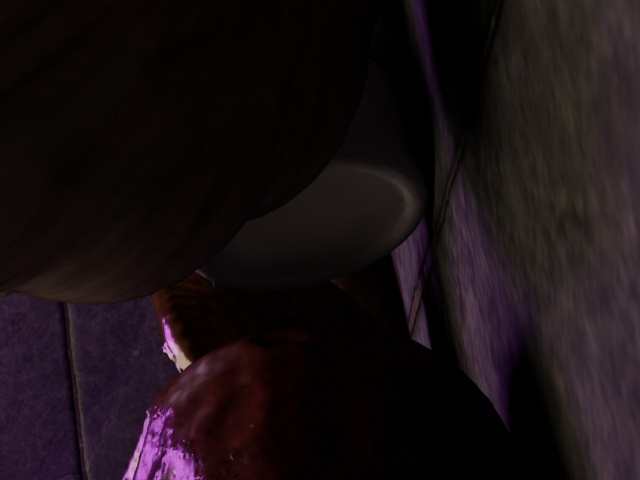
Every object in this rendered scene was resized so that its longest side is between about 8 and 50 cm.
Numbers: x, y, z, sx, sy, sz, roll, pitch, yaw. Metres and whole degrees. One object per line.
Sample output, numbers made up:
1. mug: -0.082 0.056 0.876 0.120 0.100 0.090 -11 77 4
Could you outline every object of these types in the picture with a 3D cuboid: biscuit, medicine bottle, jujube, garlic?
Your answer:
1. biscuit: -0.005 0.064 0.665 0.027 0.188 0.188 -53 21 20
2. medicine bottle: -0.033 -0.110 0.662 0.144 0.144 0.252 83 175 -58
3. jujube: 0.001 0.156 0.418 0.183 0.183 0.243 84 176 -70
4. garlic: -0.098 -0.129 0.434 0.241 0.322 0.322 -15 84 63

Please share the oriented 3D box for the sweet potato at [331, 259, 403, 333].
1. sweet potato: 0.000 0.000 1.009 0.385 0.109 0.109 -99 1 -47
